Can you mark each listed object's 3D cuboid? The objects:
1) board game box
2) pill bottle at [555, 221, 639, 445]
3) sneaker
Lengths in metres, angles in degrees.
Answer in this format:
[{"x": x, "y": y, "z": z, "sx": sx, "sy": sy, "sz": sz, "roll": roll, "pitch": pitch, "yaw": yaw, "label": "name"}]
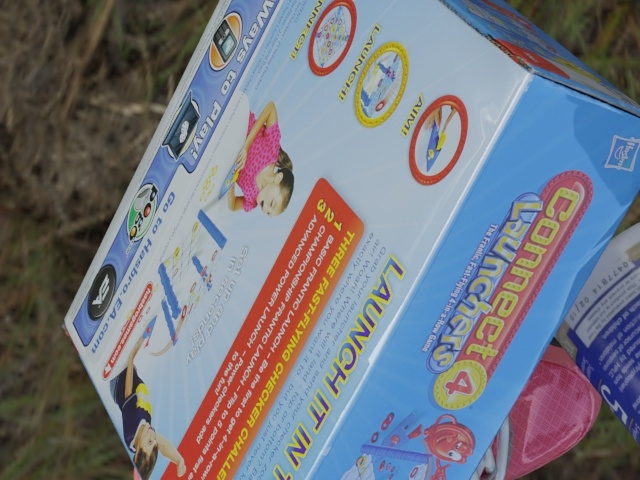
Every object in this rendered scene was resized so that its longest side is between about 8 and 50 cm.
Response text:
[{"x": 0.000, "y": 0.000, "z": 0.909, "sx": 0.086, "sy": 0.302, "sz": 0.308, "roll": 18, "pitch": 109, "yaw": -31, "label": "board game box"}, {"x": 0.227, "y": 0.085, "z": 1.007, "sx": 0.112, "sy": 0.186, "sz": 0.112, "roll": -28, "pitch": 152, "yaw": -16, "label": "pill bottle"}, {"x": 0.050, "y": 0.147, "z": 1.087, "sx": 0.314, "sy": 0.136, "sz": 0.116, "roll": -13, "pitch": 118, "yaw": -18, "label": "sneaker"}]
